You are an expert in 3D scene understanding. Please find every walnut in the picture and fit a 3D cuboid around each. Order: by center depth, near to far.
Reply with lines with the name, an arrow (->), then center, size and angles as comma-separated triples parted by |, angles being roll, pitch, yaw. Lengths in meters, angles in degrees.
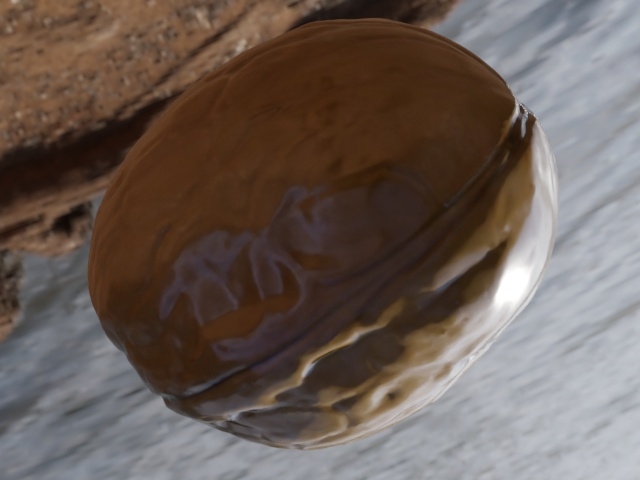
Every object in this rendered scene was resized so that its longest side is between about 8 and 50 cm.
walnut -> 0.000, 0.000, 0.566 | 0.207, 0.167, 0.167 | -36, 158, 22
